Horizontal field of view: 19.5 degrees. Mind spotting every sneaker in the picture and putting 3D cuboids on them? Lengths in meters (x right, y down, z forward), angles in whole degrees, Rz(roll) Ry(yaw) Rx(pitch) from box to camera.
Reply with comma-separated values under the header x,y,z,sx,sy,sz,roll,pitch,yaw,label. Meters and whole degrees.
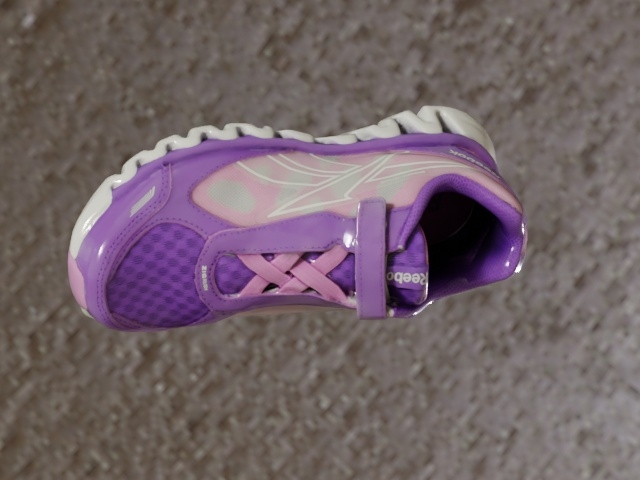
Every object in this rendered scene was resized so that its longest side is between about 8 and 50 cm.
x,y,z,sx,sy,sz,roll,pitch,yaw,label
0.000,0.000,0.888,0.236,0.104,0.095,-12,123,-23,sneaker
